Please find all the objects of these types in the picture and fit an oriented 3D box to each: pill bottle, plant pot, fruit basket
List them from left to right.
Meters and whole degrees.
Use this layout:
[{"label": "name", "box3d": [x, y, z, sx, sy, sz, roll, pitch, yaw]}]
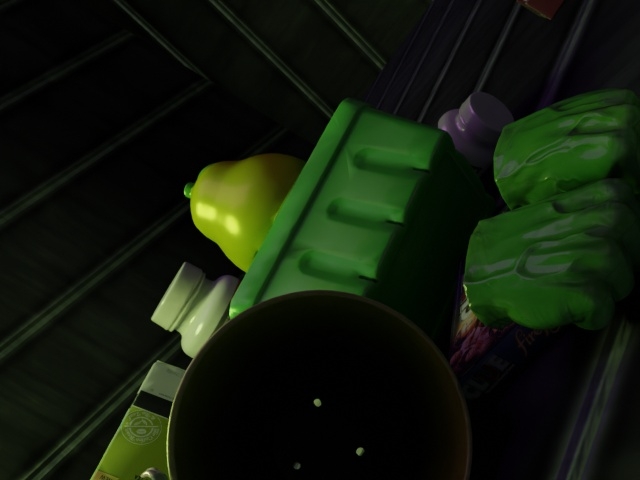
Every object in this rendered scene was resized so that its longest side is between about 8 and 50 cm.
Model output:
[{"label": "pill bottle", "box3d": [-0.157, 0.176, 1.627, 0.176, 0.318, 0.176, -56, 10, 15]}, {"label": "plant pot", "box3d": [0.000, 0.212, 0.895, 0.275, 0.274, 0.293, -61, -7, -11]}, {"label": "fruit basket", "box3d": [0.000, 0.000, 1.154, 0.392, 0.283, 0.392, -23, 43, 24]}, {"label": "pill bottle", "box3d": [0.210, -0.136, 1.284, 0.180, 0.108, 0.108, -51, 12, 43]}]

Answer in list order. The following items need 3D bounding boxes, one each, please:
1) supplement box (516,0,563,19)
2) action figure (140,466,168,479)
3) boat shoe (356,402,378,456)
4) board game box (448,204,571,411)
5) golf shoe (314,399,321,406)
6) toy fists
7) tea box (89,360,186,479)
[{"label": "supplement box", "box3d": [0.378, -0.414, 1.449, 0.043, 0.055, 0.083, -57, 9, 17]}, {"label": "action figure", "box3d": [-0.136, 0.421, 1.090, 0.275, 0.248, 0.370, -18, 1, 26]}, {"label": "boat shoe", "box3d": [0.057, 0.244, 1.092, 0.040, 0.049, 0.142, -21, -23, -42]}, {"label": "board game box", "box3d": [0.204, 0.044, 0.903, 0.165, 0.042, 0.243, -54, 10, 34]}, {"label": "golf shoe", "box3d": [0.004, 0.162, 1.355, 0.306, 0.140, 0.115, -61, 10, -1]}, {"label": "toy fists", "box3d": [0.229, -0.033, 0.757, 0.142, 0.096, 0.279, -21, 32, 40]}, {"label": "tea box", "box3d": [-0.281, 0.461, 1.511, 0.324, 0.219, 0.329, -69, 0, -48]}]
